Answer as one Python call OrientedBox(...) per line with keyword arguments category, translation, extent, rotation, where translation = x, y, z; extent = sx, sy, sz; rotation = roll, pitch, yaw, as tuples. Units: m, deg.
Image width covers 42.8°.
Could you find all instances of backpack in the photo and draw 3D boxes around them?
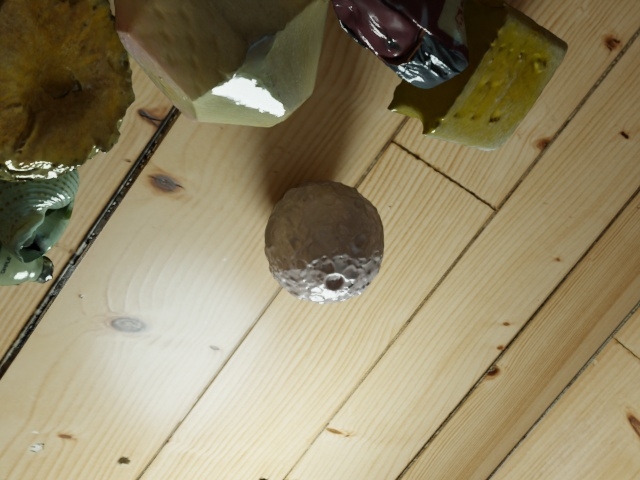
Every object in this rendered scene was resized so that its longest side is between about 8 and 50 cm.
OrientedBox(category="backpack", translation=(0.114, -0.437, 1.424), extent=(0.317, 0.284, 0.197), rotation=(18, 147, -38))

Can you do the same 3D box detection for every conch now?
OrientedBox(category="conch", translation=(-0.490, -0.067, 1.354), extent=(0.200, 0.131, 0.172), rotation=(-58, 180, -39))

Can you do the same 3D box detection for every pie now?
OrientedBox(category="pie", translation=(-0.415, -0.247, 1.231), extent=(0.339, 0.083, 0.340), rotation=(-25, 123, -47))

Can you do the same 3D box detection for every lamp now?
OrientedBox(category="lamp", translation=(-0.575, 0.022, 1.392), extent=(0.250, 0.101, 0.101), rotation=(21, 109, -41))

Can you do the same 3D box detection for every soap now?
OrientedBox(category="soap", translation=(0.325, -0.343, 1.675), extent=(0.335, 0.156, 0.294), rotation=(3, 123, -55))

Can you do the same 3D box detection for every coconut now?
OrientedBox(category="coconut", translation=(-0.135, -0.341, 1.282), extent=(0.352, 0.352, 0.353), rotation=(-19, 132, -23))

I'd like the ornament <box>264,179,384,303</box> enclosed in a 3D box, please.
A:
OrientedBox(category="ornament", translation=(0.000, 0.000, 1.684), extent=(0.225, 0.259, 0.260), rotation=(9, 118, -25))
